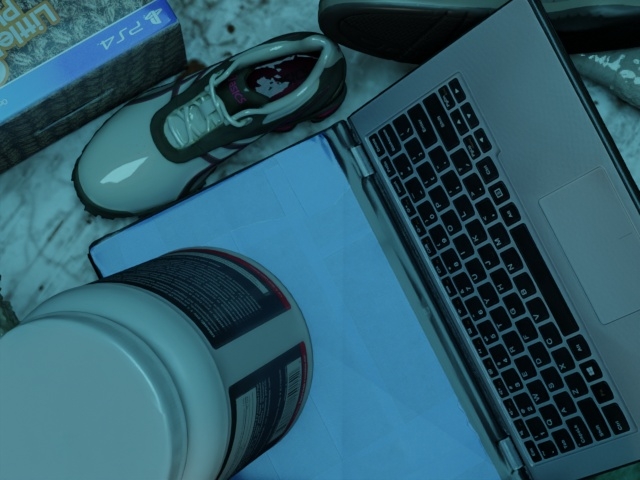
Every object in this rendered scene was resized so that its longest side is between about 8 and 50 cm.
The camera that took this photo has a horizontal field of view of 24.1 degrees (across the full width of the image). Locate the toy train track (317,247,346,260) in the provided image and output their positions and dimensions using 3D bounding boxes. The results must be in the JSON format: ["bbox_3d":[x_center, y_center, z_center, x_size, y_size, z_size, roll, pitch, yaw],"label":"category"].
[{"bbox_3d":[0.000,0.000,1.371,0.048,0.014,0.083,-35,83,-8],"label":"toy train track"}]

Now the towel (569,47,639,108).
[{"bbox_3d":[0.298,-0.273,1.414,0.187,0.049,0.282,26,80,4],"label":"towel"}]

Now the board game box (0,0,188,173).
[{"bbox_3d":[-0.292,-0.235,1.335,0.232,0.141,0.291,-32,83,-7],"label":"board game box"}]

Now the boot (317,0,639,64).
[{"bbox_3d":[0.169,-0.310,1.316,0.377,0.138,0.284,-5,80,-10],"label":"boot"}]

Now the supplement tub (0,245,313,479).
[{"bbox_3d":[-0.134,0.116,1.171,0.191,0.272,0.191,3,100,20],"label":"supplement tub"}]

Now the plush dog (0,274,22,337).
[{"bbox_3d":[-0.291,0.124,1.231,0.210,0.225,0.262,7,80,-1],"label":"plush dog"}]

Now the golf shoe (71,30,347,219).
[{"bbox_3d":[-0.104,-0.114,1.335,0.273,0.120,0.105,-30,84,-6],"label":"golf shoe"}]

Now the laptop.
[{"bbox_3d":[0.065,0.072,1.247,0.236,0.408,0.382,-24,85,-39],"label":"laptop"}]
